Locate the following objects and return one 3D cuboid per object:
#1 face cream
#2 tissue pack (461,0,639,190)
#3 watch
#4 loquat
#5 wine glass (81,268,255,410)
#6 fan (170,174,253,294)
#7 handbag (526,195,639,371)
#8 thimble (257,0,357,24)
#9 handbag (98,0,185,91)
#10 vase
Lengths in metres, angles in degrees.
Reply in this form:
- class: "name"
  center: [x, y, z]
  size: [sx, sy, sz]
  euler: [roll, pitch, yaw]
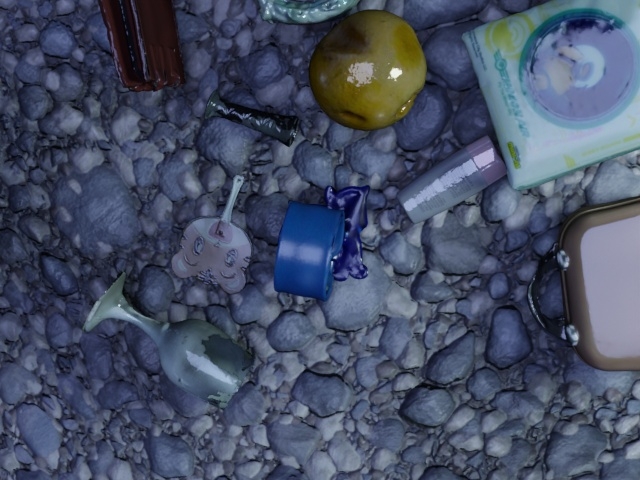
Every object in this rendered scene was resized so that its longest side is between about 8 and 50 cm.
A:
- class: "face cream"
  center: [0.236, -0.107, 1.906]
  size: [0.198, 0.057, 0.084]
  euler: [-30, 102, 8]
- class: "tissue pack"
  center: [0.466, -0.276, 1.779]
  size: [0.388, 0.162, 0.287]
  euler: [-19, 90, 17]
- class: "watch"
  center: [-0.007, 0.006, 1.883]
  size: [0.171, 0.200, 0.196]
  euler: [2, 102, 10]
- class: "loquat"
  center: [0.078, -0.296, 1.829]
  size: [0.213, 0.213, 0.213]
  euler: [1, 98, 7]
- class: "wine glass"
  center: [-0.279, 0.188, 1.977]
  size: [0.321, 0.143, 0.143]
  euler: [29, 101, 0]
- class: "fan"
  center: [-0.187, -0.017, 1.997]
  size: [0.152, 0.008, 0.227]
  euler: [20, 101, 5]
- class: "handbag"
  center: [0.502, 0.081, 1.854]
  size: [0.283, 0.149, 0.302]
  euler: [-8, 99, 6]
- class: "thimble"
  center: [-0.023, -0.459, 1.842]
  size: [0.211, 0.149, 0.185]
  euler: [-41, 93, 10]
- class: "handbag"
  center: [-0.311, -0.395, 1.833]
  size: [0.084, 0.260, 0.276]
  euler: [-9, 98, 6]
- class: "vase"
  center: [-0.126, -0.223, 1.935]
  size: [0.167, 0.059, 0.059]
  euler: [19, 100, 4]
